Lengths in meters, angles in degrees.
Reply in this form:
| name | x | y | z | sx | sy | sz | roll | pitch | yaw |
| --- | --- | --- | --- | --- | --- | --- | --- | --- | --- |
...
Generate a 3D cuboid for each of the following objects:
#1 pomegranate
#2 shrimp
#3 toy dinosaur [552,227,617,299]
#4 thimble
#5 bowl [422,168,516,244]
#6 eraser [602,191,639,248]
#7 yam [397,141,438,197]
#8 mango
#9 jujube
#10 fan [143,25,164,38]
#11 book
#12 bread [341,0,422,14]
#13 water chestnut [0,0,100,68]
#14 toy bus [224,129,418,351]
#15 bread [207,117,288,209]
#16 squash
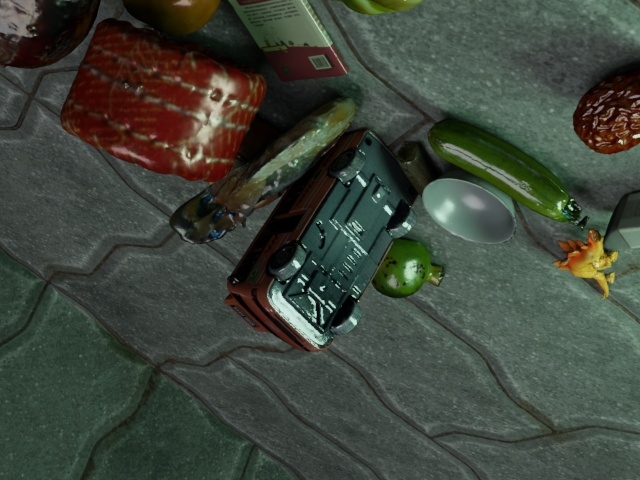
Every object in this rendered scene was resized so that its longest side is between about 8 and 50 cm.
| name | x | y | z | sx | sy | sz | roll | pitch | yaw |
| --- | --- | --- | --- | --- | --- | --- | --- | --- | --- |
| pomegranate | 0.182 | 0.068 | 2.191 | 0.169 | 0.122 | 0.143 | 29 | 122 | 8 |
| shrimp | -0.106 | -0.129 | 1.919 | 0.446 | 0.221 | 0.110 | -37 | 91 | 21 |
| toy dinosaur | 0.503 | 0.040 | 1.908 | 0.117 | 0.070 | 0.288 | 11 | 159 | 20 |
| thimble | -0.290 | -0.260 | 1.847 | 0.350 | 0.230 | 0.350 | 21 | -171 | -4 |
| bowl | 0.296 | -0.082 | 1.894 | 0.189 | 0.086 | 0.189 | 24 | 152 | 14 |
| eraser | 0.618 | -0.045 | 1.656 | 0.352 | 0.089 | 0.061 | -8 | 137 | 47 |
| yam | 0.195 | -0.129 | 1.947 | 0.054 | 0.054 | 0.132 | 2 | 141 | 41 |
| mango | -0.276 | -0.442 | 1.820 | 0.253 | 0.113 | 0.138 | 4 | 114 | 44 |
| jujube | 0.473 | -0.202 | 1.537 | 0.112 | 0.109 | 0.176 | 5 | 156 | -34 |
| fan | -0.354 | -0.421 | 2.042 | 0.083 | 0.004 | 0.056 | 26 | 150 | 10 |
| book | -0.065 | -0.384 | 1.818 | 0.162 | 0.022 | 0.232 | 1 | 139 | 39 |
| bread | 0.075 | -0.412 | 1.518 | 0.261 | 0.158 | 0.156 | 14 | 150 | 30 |
| water chestnut | -0.515 | -0.493 | 1.842 | 0.302 | 0.350 | 0.351 | -1 | 175 | -42 |
| toy bus | 0.000 | 0.000 | 1.945 | 0.203 | 0.426 | 0.233 | 46 | 150 | -26 |
| bread | -0.163 | -0.164 | 2.146 | 0.190 | 0.123 | 0.244 | 39 | 149 | -12 |
| squash | 0.341 | -0.121 | 1.788 | 0.332 | 0.087 | 0.087 | 32 | 151 | 2 |
